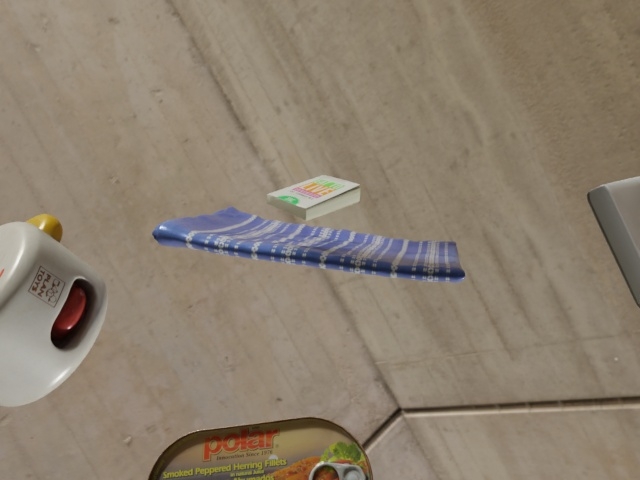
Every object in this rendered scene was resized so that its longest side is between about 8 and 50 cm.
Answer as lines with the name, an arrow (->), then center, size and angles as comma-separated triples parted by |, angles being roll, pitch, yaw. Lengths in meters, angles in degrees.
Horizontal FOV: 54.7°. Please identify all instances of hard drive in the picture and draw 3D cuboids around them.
hard drive -> 0.565, -0.010, 1.073 | 0.307, 0.040, 0.203 | -12, -103, -49

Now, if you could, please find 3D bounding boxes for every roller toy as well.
roller toy -> -0.364, 0.080, 0.726 | 0.209, 0.191, 0.146 | -45, -50, -6

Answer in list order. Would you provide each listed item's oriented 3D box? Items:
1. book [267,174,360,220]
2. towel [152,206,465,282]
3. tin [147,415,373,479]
book -> -0.011, -0.079, 1.109 | 0.144, 0.096, 0.035 | -25, -53, -42
towel -> 0.000, 0.000, 0.746 | 0.243, 0.336, 0.040 | -25, -58, -78
tin -> -0.050, 0.207, 0.519 | 0.190, 0.040, 0.106 | -7, -105, 3
